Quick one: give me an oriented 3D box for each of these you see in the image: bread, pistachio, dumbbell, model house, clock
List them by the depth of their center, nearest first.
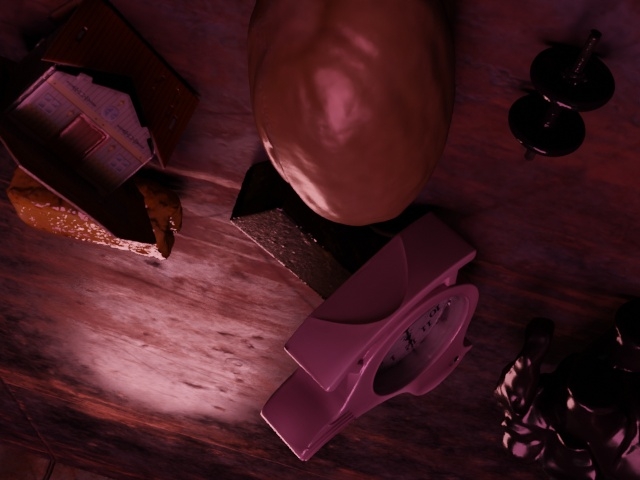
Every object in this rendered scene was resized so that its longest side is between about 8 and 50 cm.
[{"bbox_3d":[0.028,-0.126,0.582,0.162,0.181,0.293,42,158,33],"label":"pistachio"},{"bbox_3d":[0.199,-0.116,0.601,0.069,0.069,0.147,14,147,3],"label":"dumbbell"},{"bbox_3d":[-0.198,-0.124,0.709,0.136,0.207,0.219,-40,126,9],"label":"model house"},{"bbox_3d":[0.065,0.142,0.861,0.080,0.290,0.275,44,168,31],"label":"clock"},{"bbox_3d":[-0.279,-0.044,0.904,0.211,0.083,0.114,17,153,-1],"label":"bread"}]

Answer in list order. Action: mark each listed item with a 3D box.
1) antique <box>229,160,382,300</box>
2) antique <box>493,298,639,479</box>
[{"bbox_3d":[0.000,0.000,0.854,0.081,0.080,0.221,-11,140,37],"label":"antique"},{"bbox_3d":[0.381,0.211,0.908,0.322,0.185,0.255,12,146,0],"label":"antique"}]
